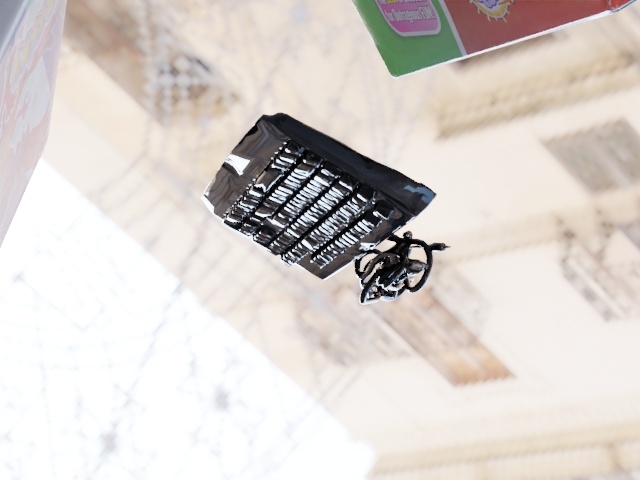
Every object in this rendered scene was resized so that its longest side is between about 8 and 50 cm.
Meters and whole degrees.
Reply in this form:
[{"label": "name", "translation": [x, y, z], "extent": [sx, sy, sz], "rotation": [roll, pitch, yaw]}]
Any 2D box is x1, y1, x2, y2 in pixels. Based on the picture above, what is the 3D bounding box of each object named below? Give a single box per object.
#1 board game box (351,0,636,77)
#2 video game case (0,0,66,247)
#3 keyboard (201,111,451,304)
[{"label": "board game box", "translation": [0.169, -0.184, 1.031], "extent": [0.242, 0.064, 0.316], "rotation": [-32, -173, -15]}, {"label": "video game case", "translation": [-0.171, -0.066, 1.048], "extent": [0.201, 0.023, 0.183], "rotation": [-77, -178, -49]}, {"label": "keyboard", "translation": [0.000, 0.000, 0.804], "extent": [0.038, 0.100, 0.192], "rotation": [-65, -175, -11]}]
